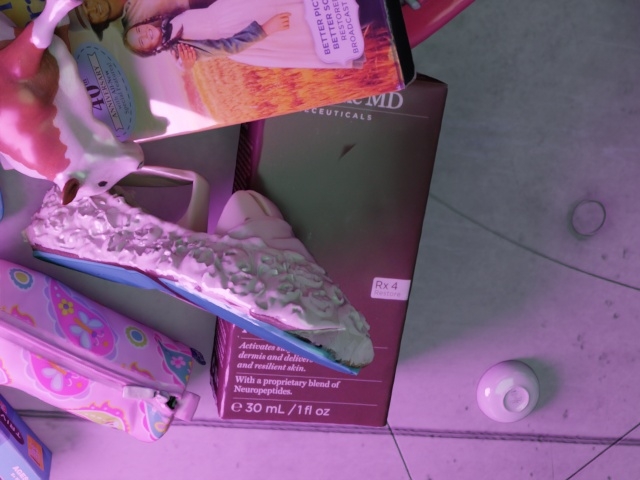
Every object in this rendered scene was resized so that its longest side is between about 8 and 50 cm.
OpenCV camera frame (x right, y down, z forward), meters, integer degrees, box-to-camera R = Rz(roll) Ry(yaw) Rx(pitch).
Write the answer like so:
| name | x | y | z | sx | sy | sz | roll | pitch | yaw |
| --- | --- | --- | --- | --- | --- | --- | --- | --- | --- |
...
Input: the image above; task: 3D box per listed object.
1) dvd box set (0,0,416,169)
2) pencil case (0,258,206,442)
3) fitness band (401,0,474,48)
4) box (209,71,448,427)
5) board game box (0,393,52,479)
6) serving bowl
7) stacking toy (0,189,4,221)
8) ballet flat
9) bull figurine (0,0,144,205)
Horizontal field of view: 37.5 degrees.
| name | x | y | z | sx | sy | sz | roll | pitch | yaw |
| --- | --- | --- | --- | --- | --- | --- | --- | --- | --- |
| dvd box set | -0.151 | -0.246 | 0.845 | 0.420 | 0.062 | 0.308 | -8 | 109 | 19 |
| pencil case | -0.264 | 0.113 | 0.981 | 0.284 | 0.124 | 0.124 | 31 | 97 | -26 |
| fitness band | 0.146 | -0.276 | 0.924 | 0.290 | 0.209 | 0.054 | -37 | 85 | 10 |
| box | 0.000 | 0.000 | 1.014 | 0.191 | 0.143 | 0.382 | 5 | 103 | -13 |
| board game box | -0.502 | 0.246 | 1.001 | 0.336 | 0.079 | 0.254 | -33 | 111 | -2 |
| serving bowl | 0.239 | 0.194 | 1.183 | 0.083 | 0.027 | 0.083 | -3 | 106 | -12 |
| stacking toy | -0.389 | -0.027 | 0.828 | 0.175 | 0.302 | 0.166 | -14 | 108 | -9 |
| ballet flat | -0.119 | 0.001 | 0.887 | 0.147 | 0.408 | 0.147 | -33 | 131 | -48 |
| bull figurine | -0.285 | -0.166 | 0.826 | 0.310 | 0.101 | 0.188 | 29 | 115 | 2 |
